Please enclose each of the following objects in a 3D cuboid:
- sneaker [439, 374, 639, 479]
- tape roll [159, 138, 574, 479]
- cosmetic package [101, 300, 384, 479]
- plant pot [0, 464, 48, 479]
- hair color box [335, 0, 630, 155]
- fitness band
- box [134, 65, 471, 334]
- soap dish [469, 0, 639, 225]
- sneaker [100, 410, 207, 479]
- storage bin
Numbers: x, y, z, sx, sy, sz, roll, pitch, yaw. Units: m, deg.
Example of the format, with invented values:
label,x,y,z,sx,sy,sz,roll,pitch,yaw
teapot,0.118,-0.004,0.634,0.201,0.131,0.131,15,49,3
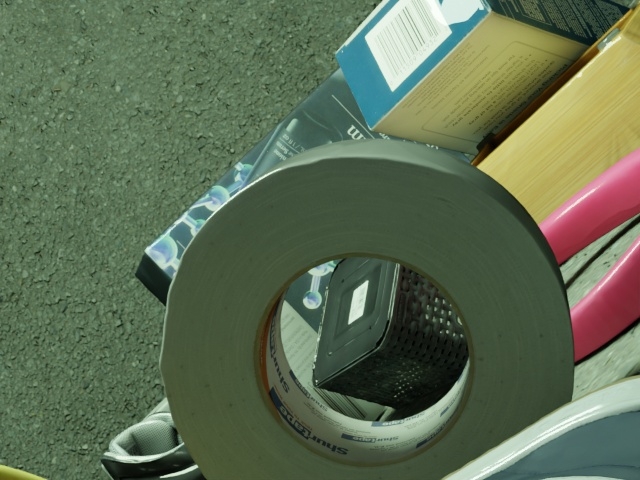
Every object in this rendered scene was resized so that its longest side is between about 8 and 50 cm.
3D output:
label,x,y,z,sx,sy,sz,roll,pitch,yaw
sneaker,0.021,0.155,0.434,0.282,0.099,0.153,-40,1,23
tape roll,0.027,0.056,0.731,0.219,0.219,0.072,-44,3,12
cosmetic package,-0.071,0.181,1.254,0.184,0.151,0.151,-44,0,31
plant pot,-0.208,0.284,0.703,0.239,0.254,0.254,-59,-5,22
hair color box,0.201,-0.174,1.368,0.347,0.105,0.174,9,-42,-45
fitness band,0.197,0.001,0.938,0.209,0.054,0.291,-44,2,-2
box,0.000,0.000,1.768,0.395,0.293,0.212,-45,1,-14
soap dish,0.238,-0.092,1.215,0.291,0.118,0.229,-45,1,32
sneaker,-0.144,0.238,1.157,0.268,0.153,0.101,-33,4,33
storage bin,0.067,0.064,1.159,0.180,0.084,0.122,137,147,-63
